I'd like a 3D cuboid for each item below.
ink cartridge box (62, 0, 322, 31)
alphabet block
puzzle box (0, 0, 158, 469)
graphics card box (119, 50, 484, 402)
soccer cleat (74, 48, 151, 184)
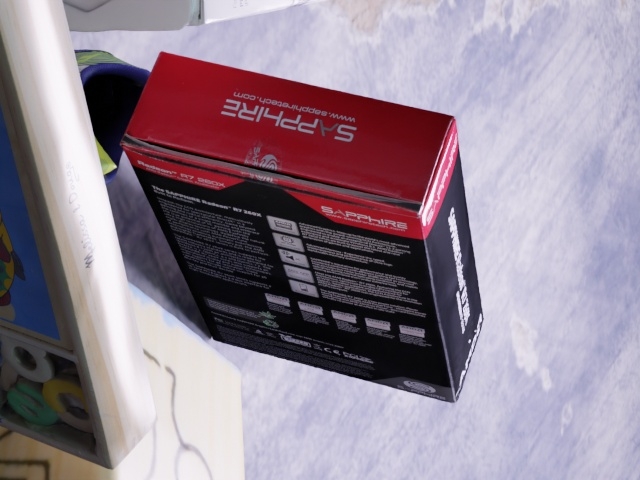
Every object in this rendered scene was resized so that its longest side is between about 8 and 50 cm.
[{"bbox_3d":[-0.090,-0.233,1.471,0.283,0.207,0.117,-20,109,-54],"label":"ink cartridge box"},{"bbox_3d":[-0.176,0.166,1.354,0.192,0.193,0.197,42,36,-48],"label":"alphabet block"},{"bbox_3d":[-0.247,-0.062,1.106,0.052,0.272,0.409,-48,144,-38],"label":"puzzle box"},{"bbox_3d":[0.000,0.000,1.511,0.371,0.233,0.094,73,33,-62],"label":"graphics card box"},{"bbox_3d":[-0.215,-0.044,1.376,0.289,0.121,0.093,-56,139,-41],"label":"soccer cleat"}]
